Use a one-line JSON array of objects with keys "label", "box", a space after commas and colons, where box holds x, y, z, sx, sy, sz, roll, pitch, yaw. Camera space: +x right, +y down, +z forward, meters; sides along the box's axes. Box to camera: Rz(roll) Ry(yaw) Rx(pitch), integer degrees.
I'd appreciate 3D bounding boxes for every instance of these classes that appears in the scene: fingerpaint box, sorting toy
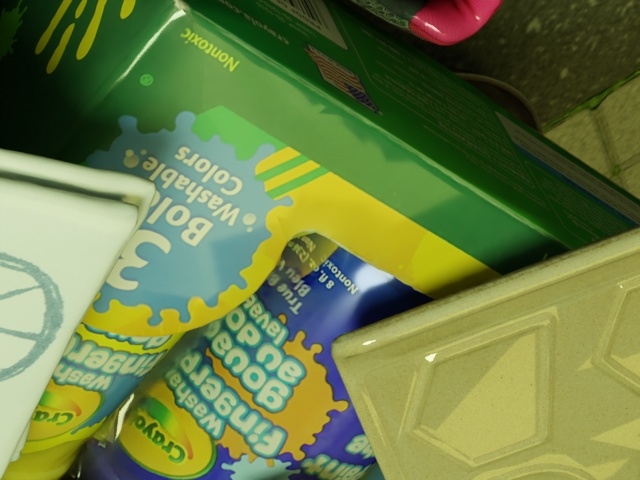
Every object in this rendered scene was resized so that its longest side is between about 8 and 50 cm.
[{"label": "fingerpaint box", "box": [-0.030, 0.081, 0.925, 0.445, 0.163, 0.371, 30, 113, -33]}, {"label": "sorting toy", "box": [0.088, 0.100, 0.854, 0.307, 0.041, 0.229, -20, 129, 3]}]

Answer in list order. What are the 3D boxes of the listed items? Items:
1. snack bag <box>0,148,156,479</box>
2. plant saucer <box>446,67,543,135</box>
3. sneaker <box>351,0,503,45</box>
[{"label": "snack bag", "box": [-0.271, 0.069, 0.708, 0.323, 0.037, 0.342, 10, 131, -24]}, {"label": "plant saucer", "box": [0.000, 0.000, 1.109, 0.311, 0.050, 0.310, -26, 149, -17]}, {"label": "sneaker", "box": [0.008, -0.193, 0.785, 0.121, 0.112, 0.299, -41, 149, 8]}]
